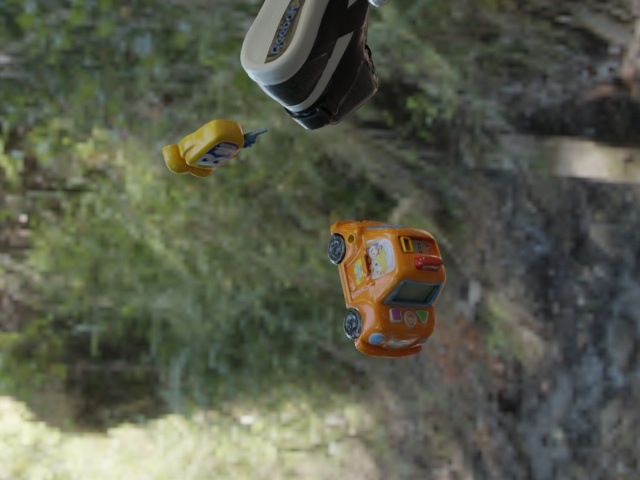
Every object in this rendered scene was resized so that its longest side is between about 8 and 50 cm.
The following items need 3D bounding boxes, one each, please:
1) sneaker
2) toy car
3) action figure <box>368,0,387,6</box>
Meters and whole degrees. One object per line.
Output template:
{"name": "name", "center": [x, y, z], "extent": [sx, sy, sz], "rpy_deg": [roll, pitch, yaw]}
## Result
{"name": "sneaker", "center": [0.018, -0.190, 1.294], "extent": [0.217, 0.079, 0.121], "rpy_deg": [-62, -40, -18]}
{"name": "toy car", "center": [0.000, 0.000, 0.592], "extent": [0.040, 0.122, 0.060], "rpy_deg": [-32, 44, 43]}
{"name": "action figure", "center": [0.011, -0.310, 1.031], "extent": [0.341, 0.179, 0.330], "rpy_deg": [-116, 6, -83]}
